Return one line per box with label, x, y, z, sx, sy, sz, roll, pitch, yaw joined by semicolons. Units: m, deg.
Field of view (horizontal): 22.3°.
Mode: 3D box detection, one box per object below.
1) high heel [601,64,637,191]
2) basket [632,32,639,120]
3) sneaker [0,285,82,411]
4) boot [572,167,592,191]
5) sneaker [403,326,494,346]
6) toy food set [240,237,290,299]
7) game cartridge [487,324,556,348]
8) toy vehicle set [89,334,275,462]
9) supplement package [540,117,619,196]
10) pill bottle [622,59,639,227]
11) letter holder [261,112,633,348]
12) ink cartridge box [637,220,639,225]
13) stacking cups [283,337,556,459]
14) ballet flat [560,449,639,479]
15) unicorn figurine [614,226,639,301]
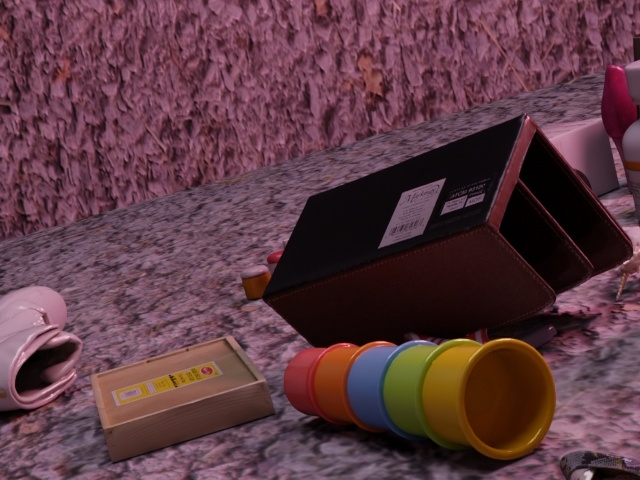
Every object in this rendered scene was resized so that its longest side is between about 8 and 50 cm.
high heel;0.539;-0.202;2.336;0.127;0.181;0.377;-7;12;41
basket;0.482;-0.163;2.043;0.204;0.227;0.154;-11;10;20
sneaker;-0.344;0.134;1.966;0.169;0.108;0.292;-9;20;25
boot;0.237;-0.051;2.180;0.236;0.085;0.178;-19;9;3
sneaker;0.126;0.106;1.551;0.067;0.042;0.118;-21;18;-14
toy food set;0.000;0.000;2.198;0.232;0.104;0.111;-16;9;-13
game cartridge;0.184;0.098;1.597;0.056;0.017;0.083;-27;15;-40
toy vehicle set;-0.150;0.159;1.684;0.166;0.035;0.267;-16;9;-8
supplement package;0.320;-0.098;2.293;0.179;0.105;0.105;-21;11;-37
pill bottle;0.359;-0.054;1.509;0.136;0.245;0.136;-14;9;2
letter holder;0.134;0.037;1.641;0.302;0.214;0.152;-19;35;42
ink cartridge box;0.436;-0.024;1.891;0.115;0.029;0.063;-16;9;-10
stacking cups;0.072;0.132;1.387;0.096;0.096;0.316;-19;5;-28
ballet flat;0.197;0.165;1.096;0.041;0.041;0.114;-21;10;-36
unicorn figurine;0.354;0.008;1.734;0.162;0.060;0.111;-17;9;-16
